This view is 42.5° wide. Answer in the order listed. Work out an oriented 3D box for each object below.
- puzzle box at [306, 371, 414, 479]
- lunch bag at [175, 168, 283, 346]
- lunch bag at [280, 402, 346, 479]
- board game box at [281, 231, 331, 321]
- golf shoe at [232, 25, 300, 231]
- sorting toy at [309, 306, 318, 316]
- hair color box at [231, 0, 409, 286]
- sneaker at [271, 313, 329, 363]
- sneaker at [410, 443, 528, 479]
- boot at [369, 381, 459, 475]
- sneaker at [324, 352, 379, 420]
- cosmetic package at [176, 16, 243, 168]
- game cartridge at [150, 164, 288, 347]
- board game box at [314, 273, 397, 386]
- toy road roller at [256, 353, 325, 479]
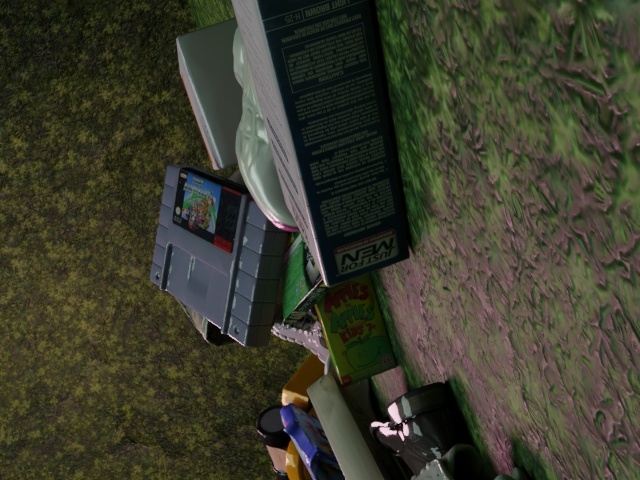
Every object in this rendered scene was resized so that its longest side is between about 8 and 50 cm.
[{"bbox_3d":[0.120,0.381,1.184,0.272,0.052,0.409,49,-178,-25],"label":"puzzle box"},{"bbox_3d":[-0.149,0.040,1.536,0.169,0.287,0.235,46,180,-45],"label":"lunch bag"},{"bbox_3d":[0.024,0.468,1.715,0.293,0.138,0.221,45,180,-23],"label":"lunch bag"},{"bbox_3d":[-0.007,0.012,1.155,0.260,0.030,0.136,131,138,-60],"label":"board game box"},{"bbox_3d":[-0.050,-0.166,1.054,0.140,0.115,0.306,153,107,-73],"label":"golf shoe"},{"bbox_3d":[0.000,0.000,1.362,0.126,0.127,0.366,31,143,43],"label":"sorting toy"},{"bbox_3d":[-0.002,-0.141,0.860,0.174,0.105,0.347,-117,10,-49],"label":"hair color box"},{"bbox_3d":[-0.025,0.184,1.838,0.228,0.086,0.132,29,148,11],"label":"sneaker"},{"bbox_3d":[0.126,0.263,0.842,0.262,0.099,0.121,-6,87,53],"label":"sneaker"},{"bbox_3d":[0.145,0.310,1.007,0.263,0.091,0.229,92,159,-67],"label":"boot"},{"bbox_3d":[0.052,0.323,1.753,0.256,0.094,0.151,70,168,-19],"label":"sneaker"},{"bbox_3d":[-0.156,-0.261,1.538,0.453,0.161,0.230,-157,48,-80],"label":"cosmetic package"},{"bbox_3d":[-0.180,0.009,1.366,0.355,0.068,0.230,23,111,51],"label":"game cartridge"},{"bbox_3d":[0.047,0.125,1.267,0.043,0.092,0.181,-128,20,-72],"label":"board game box"},{"bbox_3d":[0.022,0.454,1.999,0.240,0.329,0.203,10,133,32],"label":"toy road roller"}]
